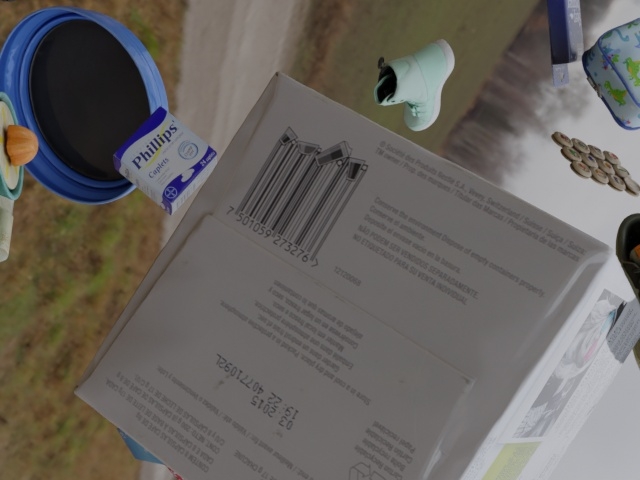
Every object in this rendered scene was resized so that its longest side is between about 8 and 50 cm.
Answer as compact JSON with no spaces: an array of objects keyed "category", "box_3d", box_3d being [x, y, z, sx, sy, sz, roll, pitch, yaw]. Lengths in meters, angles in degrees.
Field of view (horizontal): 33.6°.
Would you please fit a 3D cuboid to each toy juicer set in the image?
[{"category":"toy juicer set","box_3d":[-0.392,-0.082,1.304,0.329,0.090,0.209,91,-7,-66]}]

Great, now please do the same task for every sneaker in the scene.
[{"category":"sneaker","box_3d":[0.406,0.073,1.274,0.100,0.108,0.271,-20,-144,11]},{"category":"sneaker","box_3d":[0.161,-0.289,2.090,0.151,0.094,0.256,-21,156,-17]}]

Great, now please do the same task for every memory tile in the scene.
[{"category":"memory tile","box_3d":[0.441,-0.122,1.691,0.012,0.148,0.113,-55,-146,31]}]

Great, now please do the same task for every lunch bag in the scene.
[{"category":"lunch bag","box_3d":[0.563,-0.287,1.786,0.219,0.176,0.090,-24,166,-22]}]

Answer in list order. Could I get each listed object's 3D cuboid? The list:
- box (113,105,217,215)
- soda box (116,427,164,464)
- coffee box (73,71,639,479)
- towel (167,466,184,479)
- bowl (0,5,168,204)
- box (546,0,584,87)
[{"category":"box","box_3d":[-0.271,-0.140,1.859,0.126,0.137,0.072,-49,174,-16]},{"category":"soda box","box_3d":[-0.269,0.342,1.843,0.067,0.071,0.210,-36,-164,-31]},{"category":"coffee box","box_3d":[0.059,0.104,0.993,0.338,0.338,0.334,-58,154,0]},{"category":"towel","box_3d":[-0.184,0.255,1.485,0.031,0.275,0.199,-29,-160,24]},{"category":"bowl","box_3d":[-0.467,-0.267,2.087,0.077,0.391,0.391,-35,160,-56]},{"category":"box","box_3d":[0.409,-0.373,1.780,0.136,0.037,0.225,-27,113,-64]}]
